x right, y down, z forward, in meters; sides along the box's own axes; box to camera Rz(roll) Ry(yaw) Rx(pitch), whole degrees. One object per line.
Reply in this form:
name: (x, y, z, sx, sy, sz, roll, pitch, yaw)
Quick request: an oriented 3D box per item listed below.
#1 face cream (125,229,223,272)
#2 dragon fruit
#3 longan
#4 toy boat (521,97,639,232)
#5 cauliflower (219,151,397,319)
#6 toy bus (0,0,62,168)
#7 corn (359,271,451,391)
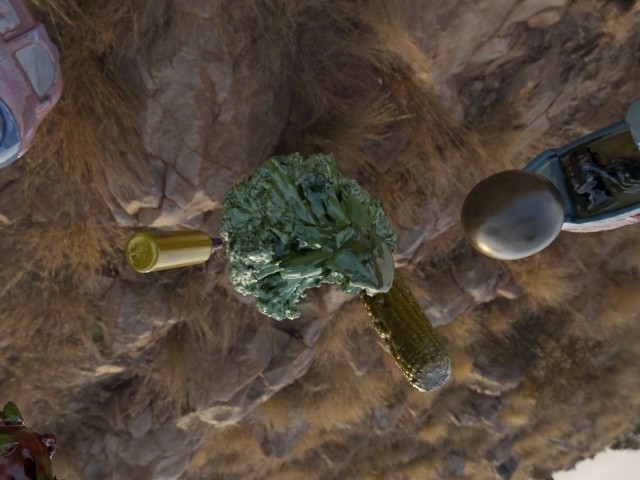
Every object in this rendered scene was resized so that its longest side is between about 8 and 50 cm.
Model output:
face cream: (-0.292, 0.016, 1.038, 0.078, 0.078, 0.273, -45, 168, 17)
dragon fruit: (-0.380, 0.306, 0.602, 0.138, 0.175, 0.142, -20, 125, -54)
longan: (0.208, -0.027, 0.527, 0.106, 0.106, 0.119, -43, 163, 14)
toy boat: (0.400, -0.104, 0.650, 0.133, 0.145, 0.332, 28, 140, -36)
cauliflower: (0.000, 0.000, 0.707, 0.275, 0.250, 0.272, -43, 131, -22)
toy bus: (-0.449, -0.242, 0.587, 0.231, 0.197, 0.294, -58, 145, -39)
corn: (0.141, 0.141, 0.850, 0.097, 0.320, 0.097, -4, 114, -10)
